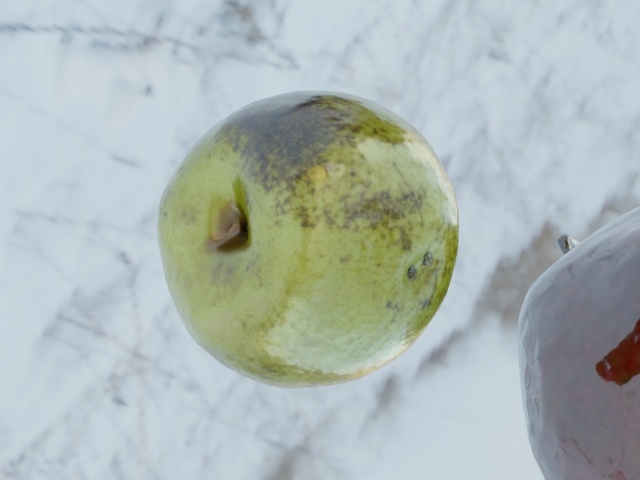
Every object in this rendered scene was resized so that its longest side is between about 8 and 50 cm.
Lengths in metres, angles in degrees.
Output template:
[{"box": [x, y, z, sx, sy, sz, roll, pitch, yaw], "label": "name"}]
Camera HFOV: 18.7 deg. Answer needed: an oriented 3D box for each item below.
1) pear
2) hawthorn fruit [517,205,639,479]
[{"box": [0.000, 0.000, 1.264, 0.197, 0.197, 0.197, -53, 155, -38], "label": "pear"}, {"box": [0.282, 0.115, 1.482, 0.308, 0.324, 0.308, 5, 82, -41], "label": "hawthorn fruit"}]
